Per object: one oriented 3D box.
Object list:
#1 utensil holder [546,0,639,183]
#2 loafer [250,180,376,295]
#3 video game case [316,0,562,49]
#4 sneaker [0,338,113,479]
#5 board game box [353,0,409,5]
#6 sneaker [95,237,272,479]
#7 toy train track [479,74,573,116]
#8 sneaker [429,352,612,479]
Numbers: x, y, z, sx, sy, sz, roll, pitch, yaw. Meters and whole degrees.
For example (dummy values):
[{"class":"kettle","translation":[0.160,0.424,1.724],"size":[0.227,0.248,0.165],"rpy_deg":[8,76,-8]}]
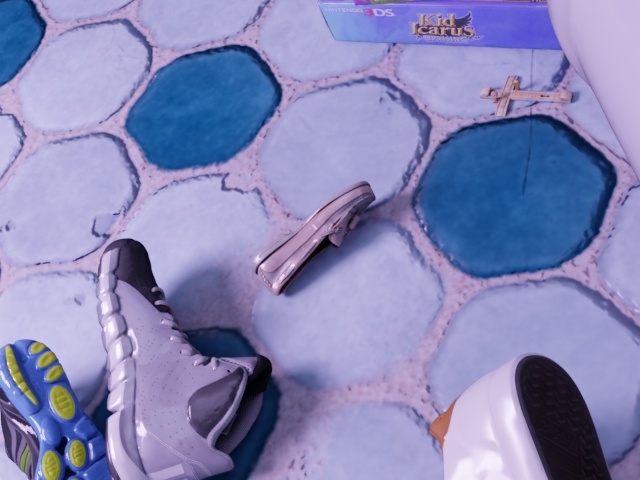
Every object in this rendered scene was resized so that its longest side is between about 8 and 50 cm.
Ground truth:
[{"class":"utensil holder","translation":[0.350,-0.074,0.642],"size":[0.327,0.327,0.385],"rpy_deg":[-19,53,8]},{"class":"loafer","translation":[0.000,0.000,0.913],"size":[0.125,0.045,0.039],"rpy_deg":[-36,67,3]},{"class":"video game case","translation":[0.163,-0.298,1.046],"size":[0.269,0.061,0.244],"rpy_deg":[8,59,27]},{"class":"sneaker","translation":[-0.214,0.169,0.860],"size":[0.067,0.078,0.188],"rpy_deg":[-17,61,-27]},{"class":"board game box","translation":[0.162,-0.286,0.865],"size":[0.346,0.208,0.056],"rpy_deg":[1,56,22]},{"class":"sneaker","translation":[-0.106,0.092,0.867],"size":[0.132,0.086,0.229],"rpy_deg":[-14,62,7]},{"class":"toy train track","translation":[0.182,-0.132,0.948],"size":[0.083,0.014,0.048],"rpy_deg":[7,59,26]},{"class":"sneaker","translation":[0.140,0.227,0.670],"size":[0.123,0.106,0.290],"rpy_deg":[-39,49,40]}]
